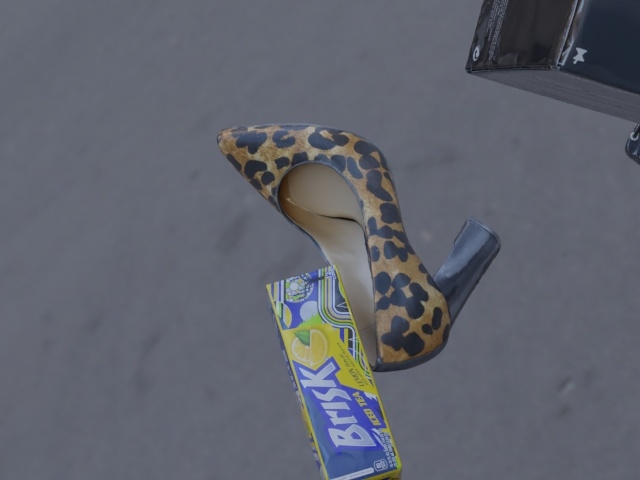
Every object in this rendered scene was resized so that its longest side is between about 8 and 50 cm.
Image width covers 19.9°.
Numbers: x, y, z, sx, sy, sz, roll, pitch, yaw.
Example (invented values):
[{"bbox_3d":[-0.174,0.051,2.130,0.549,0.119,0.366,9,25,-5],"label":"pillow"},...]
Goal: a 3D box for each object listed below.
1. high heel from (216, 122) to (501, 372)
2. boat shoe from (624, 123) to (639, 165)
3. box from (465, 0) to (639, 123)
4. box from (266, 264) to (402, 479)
[{"bbox_3d":[0.000,0.000,1.469,0.186,0.261,0.093,-51,-17,-46],"label":"high heel"},{"bbox_3d":[0.337,-0.161,1.612,0.076,0.080,0.228,25,93,33],"label":"boat shoe"},{"bbox_3d":[0.258,-0.128,1.258,0.184,0.261,0.103,-154,78,-74],"label":"box"},{"bbox_3d":[0.010,0.108,1.362,0.059,0.054,0.169,-16,67,-4],"label":"box"}]
